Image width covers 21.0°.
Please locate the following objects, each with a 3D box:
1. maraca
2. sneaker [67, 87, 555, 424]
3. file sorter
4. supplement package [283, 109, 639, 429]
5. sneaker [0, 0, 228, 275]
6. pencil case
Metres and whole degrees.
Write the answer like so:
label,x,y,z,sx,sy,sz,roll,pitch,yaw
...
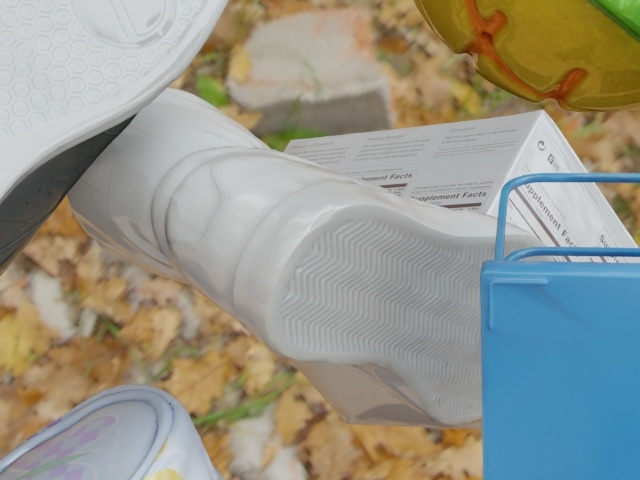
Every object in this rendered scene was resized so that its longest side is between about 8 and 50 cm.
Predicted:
label,x,y,z,sx,sy,sz,roll,pitch,yaw
maraca,0.093,-0.088,0.590,0.185,0.099,0.127,47,17,31
sneaker,0.000,0.000,0.847,0.169,0.292,0.108,30,91,32
file sorter,0.133,0.064,0.772,0.118,0.170,0.104,1,30,8
supplement package,0.091,0.030,1.332,0.204,0.262,0.145,51,55,-31
sneaker,-0.145,-0.043,0.733,0.104,0.147,0.295,39,70,-4
pencil case,-0.047,0.194,0.794,0.113,0.124,0.273,-34,117,-2
